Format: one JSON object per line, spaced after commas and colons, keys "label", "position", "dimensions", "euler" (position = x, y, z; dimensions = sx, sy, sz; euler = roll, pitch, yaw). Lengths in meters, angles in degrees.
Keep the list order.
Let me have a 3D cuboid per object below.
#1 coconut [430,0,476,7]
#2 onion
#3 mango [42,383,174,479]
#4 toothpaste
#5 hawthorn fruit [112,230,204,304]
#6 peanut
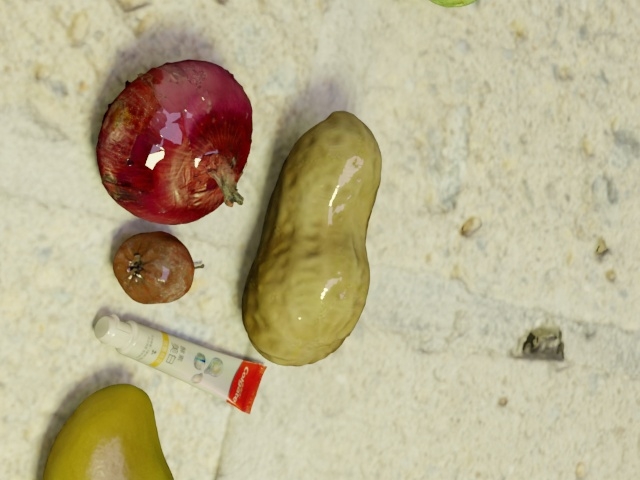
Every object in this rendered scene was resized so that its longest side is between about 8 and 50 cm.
{"label": "coconut", "position": [0.122, -0.264, 1.835], "dimensions": [0.087, 0.096, 0.088], "euler": [-10, 135, -10]}
{"label": "onion", "position": [-0.107, -0.071, 1.663], "dimensions": [0.150, 0.140, 0.150], "euler": [-15, 122, -26]}
{"label": "mango", "position": [-0.184, 0.225, 1.697], "dimensions": [0.122, 0.085, 0.191], "euler": [-20, 100, -22]}
{"label": "toothpaste", "position": [-0.123, 0.107, 1.751], "dimensions": [0.190, 0.031, 0.048], "euler": [26, 79, -39]}
{"label": "hawthorn fruit", "position": [-0.135, 0.026, 1.717], "dimensions": [0.103, 0.066, 0.067], "euler": [16, 88, -63]}
{"label": "peanut", "position": [0.000, 0.000, 1.766], "dimensions": [0.110, 0.120, 0.236], "euler": [16, 95, 1]}
